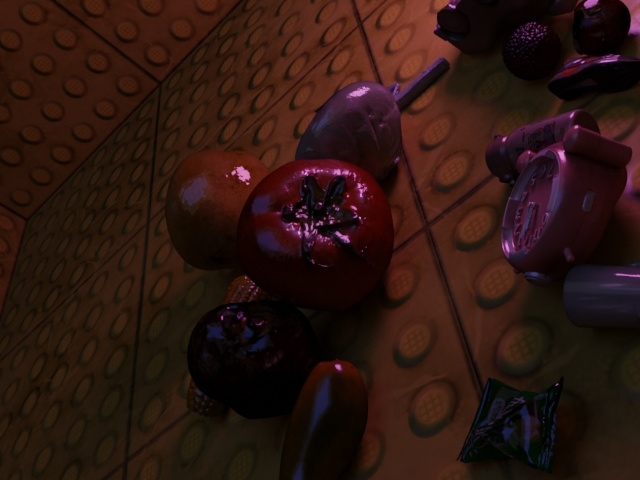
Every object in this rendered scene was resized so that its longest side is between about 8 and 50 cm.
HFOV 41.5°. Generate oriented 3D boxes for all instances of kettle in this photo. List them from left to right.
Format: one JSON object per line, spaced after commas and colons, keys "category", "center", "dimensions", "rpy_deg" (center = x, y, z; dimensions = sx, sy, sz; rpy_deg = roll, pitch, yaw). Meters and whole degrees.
{"category": "kettle", "center": [0.456, 0.082, 1.250], "dimensions": [0.148, 0.127, 0.098], "rpy_deg": [-3, 89, 50]}

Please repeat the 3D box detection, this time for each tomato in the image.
{"category": "tomato", "center": [0.000, 0.000, 1.769], "dimensions": [0.341, 0.273, 0.341], "rpy_deg": [-1, 57, 1]}

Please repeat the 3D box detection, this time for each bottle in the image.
{"category": "bottle", "center": [0.403, -0.163, 1.558], "dimensions": [0.209, 0.097, 0.110], "rpy_deg": [-14, 75, 49]}

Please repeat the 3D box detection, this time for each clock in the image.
{"category": "clock", "center": [0.397, -0.037, 1.385], "dimensions": [0.227, 0.142, 0.241], "rpy_deg": [145, 145, -75]}

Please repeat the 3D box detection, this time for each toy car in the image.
{"category": "toy car", "center": [0.420, -0.558, 1.860], "dimensions": [0.242, 0.226, 0.336], "rpy_deg": [-63, 5, -15]}

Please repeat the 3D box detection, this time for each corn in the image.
{"category": "corn", "center": [-0.212, 0.237, 1.967], "dimensions": [0.120, 0.120, 0.363], "rpy_deg": [-5, 56, 52]}

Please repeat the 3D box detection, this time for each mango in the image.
{"category": "mango", "center": [-0.001, 0.358, 1.540], "dimensions": [0.146, 0.129, 0.289], "rpy_deg": [15, 75, 48]}

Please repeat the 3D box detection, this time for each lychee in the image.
{"category": "lychee", "center": [0.432, -0.388, 1.721], "dimensions": [0.123, 0.123, 0.129], "rpy_deg": [-57, -5, -6]}

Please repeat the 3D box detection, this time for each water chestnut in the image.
{"category": "water chestnut", "center": [-0.130, 0.244, 1.721], "dimensions": [0.289, 0.289, 0.244], "rpy_deg": [-6, 84, 51]}

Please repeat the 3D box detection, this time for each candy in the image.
{"category": "candy", "center": [0.293, 0.280, 1.275], "dimensions": [0.141, 0.078, 0.203], "rpy_deg": [-54, 17, -23]}

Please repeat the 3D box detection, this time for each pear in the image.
{"category": "pear", "center": [-0.250, -0.081, 2.172], "dimensions": [0.314, 0.314, 0.314], "rpy_deg": [-34, 35, 29]}

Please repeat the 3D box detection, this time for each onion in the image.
{"category": "onion", "center": [0.539, -0.414, 1.619], "dimensions": [0.119, 0.119, 0.117], "rpy_deg": [-12, 77, 49]}

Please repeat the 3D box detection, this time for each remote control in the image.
{"category": "remote control", "center": [0.155, -0.371, 2.179], "dimensions": [0.124, 0.018, 0.053], "rpy_deg": [-9, 51, 50]}

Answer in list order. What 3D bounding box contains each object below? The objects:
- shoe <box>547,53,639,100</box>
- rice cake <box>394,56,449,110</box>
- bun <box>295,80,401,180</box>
{"category": "shoe", "center": [0.520, -0.322, 1.583], "dimensions": [0.194, 0.074, 0.077], "rpy_deg": [-6, 49, 54]}
{"category": "rice cake", "center": [0.242, -0.382, 2.056], "dimensions": [0.171, 0.033, 0.029], "rpy_deg": [-40, 32, 21]}
{"category": "bun", "center": [0.089, -0.213, 1.933], "dimensions": [0.187, 0.293, 0.293], "rpy_deg": [41, 95, 22]}
